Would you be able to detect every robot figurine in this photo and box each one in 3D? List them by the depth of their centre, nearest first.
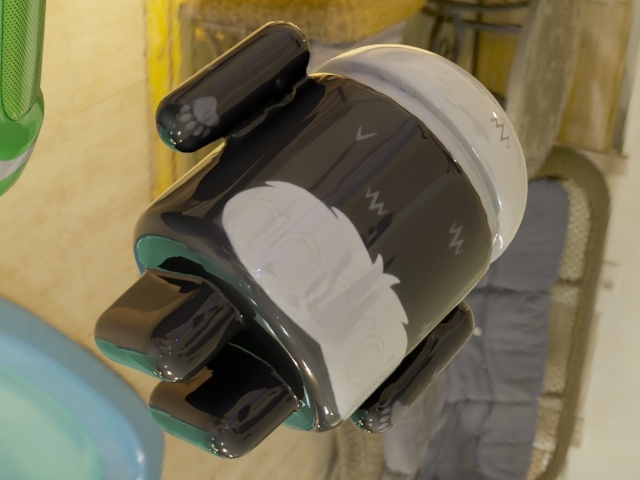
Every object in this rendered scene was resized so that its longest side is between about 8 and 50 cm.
[{"bbox_3d":[0.000,0.001,0.656,0.278,0.173,0.209,-43,154,-24],"label":"robot figurine"}]

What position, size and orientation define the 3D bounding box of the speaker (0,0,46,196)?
[{"bbox_3d":[-0.186,-0.148,0.505,0.131,0.131,0.296,-54,168,-43],"label":"speaker"}]
